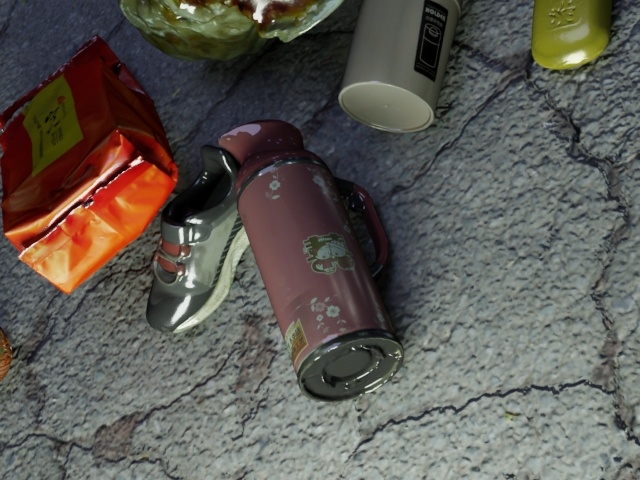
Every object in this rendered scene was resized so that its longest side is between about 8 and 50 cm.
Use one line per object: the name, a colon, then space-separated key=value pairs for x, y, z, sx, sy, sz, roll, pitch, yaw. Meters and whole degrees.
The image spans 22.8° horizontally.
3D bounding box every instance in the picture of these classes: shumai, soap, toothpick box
shumai: x=-0.062 y=-0.312 z=1.815 sx=0.288 sy=0.292 sz=0.330 roll=37 pitch=119 yaw=28
soap: x=0.263 y=-0.241 z=1.663 sx=0.089 sy=0.045 sz=0.140 roll=-9 pitch=57 yaw=28
toothpick box: x=0.090 y=-0.221 z=1.736 sx=0.111 sy=0.111 sz=0.180 roll=-3 pitch=61 yaw=36

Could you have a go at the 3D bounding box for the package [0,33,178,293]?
package: x=-0.281 y=-0.100 z=1.875 sx=0.196 sy=0.123 sz=0.423 roll=-41 pitch=26 yaw=5

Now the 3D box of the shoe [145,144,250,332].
shoe: x=-0.138 y=-0.009 z=1.767 sx=0.099 sy=0.112 sz=0.227 roll=26 pitch=78 yaw=43

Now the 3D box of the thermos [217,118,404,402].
thermos: x=-0.005 y=-0.003 z=1.644 sx=0.136 sy=0.109 sz=0.330 roll=-23 pitch=55 yaw=2

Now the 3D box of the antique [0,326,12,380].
antique: x=-0.417 y=0.134 z=1.893 sx=0.104 sy=0.104 sz=0.104 roll=-19 pitch=52 yaw=27
